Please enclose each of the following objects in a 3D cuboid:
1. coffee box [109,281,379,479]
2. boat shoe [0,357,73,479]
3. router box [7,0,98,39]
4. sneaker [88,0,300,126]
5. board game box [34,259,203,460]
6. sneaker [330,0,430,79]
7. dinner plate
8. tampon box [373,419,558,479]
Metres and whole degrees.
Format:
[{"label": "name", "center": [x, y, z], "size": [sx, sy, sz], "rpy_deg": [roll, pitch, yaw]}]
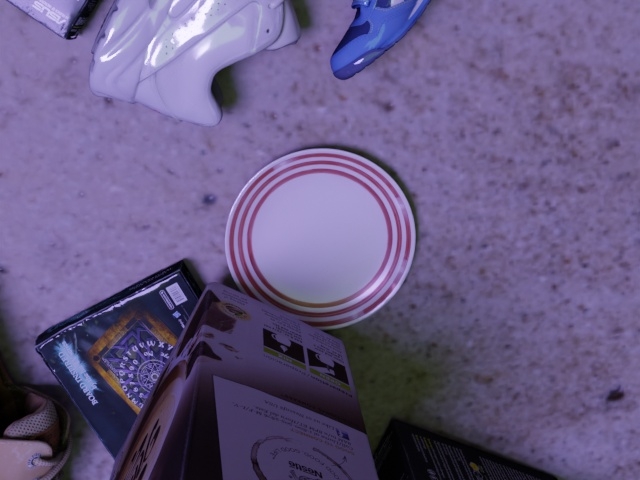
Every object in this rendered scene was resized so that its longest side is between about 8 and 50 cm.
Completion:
[{"label": "coffee box", "center": [-0.057, 0.166, 0.467], "size": [0.118, 0.297, 0.168], "rpy_deg": [26, 103, -13]}, {"label": "boat shoe", "center": [-0.243, 0.157, 0.572], "size": [0.119, 0.122, 0.324], "rpy_deg": [-23, 109, -1]}, {"label": "router box", "center": [-0.186, -0.200, 0.504], "size": [0.122, 0.038, 0.092], "rpy_deg": [33, 103, -14]}, {"label": "sneaker", "center": [-0.054, -0.177, 0.507], "size": [0.115, 0.090, 0.232], "rpy_deg": [24, 113, -18]}, {"label": "board game box", "center": [-0.115, 0.122, 0.619], "size": [0.126, 0.026, 0.186], "rpy_deg": [-27, 108, 4]}, {"label": "sneaker", "center": [0.045, -0.172, 0.527], "size": [0.059, 0.053, 0.144], "rpy_deg": [35, 93, -15]}, {"label": "dinner plate", "center": [0.000, 0.000, 0.595], "size": [0.141, 0.017, 0.141], "rpy_deg": [-1, 107, -4]}, {"label": "tampon box", "center": [0.111, 0.239, 0.635], "size": [0.161, 0.101, 0.120], "rpy_deg": [23, 105, -12]}]
